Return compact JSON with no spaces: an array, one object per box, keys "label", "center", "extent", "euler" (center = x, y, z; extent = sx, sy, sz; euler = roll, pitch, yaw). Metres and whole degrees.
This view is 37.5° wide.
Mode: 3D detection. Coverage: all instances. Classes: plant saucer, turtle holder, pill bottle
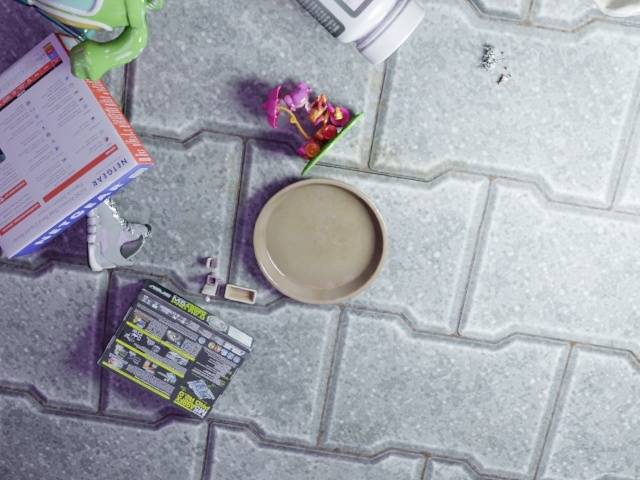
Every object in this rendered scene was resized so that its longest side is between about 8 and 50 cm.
[{"label":"plant saucer","center":[0.000,0.000,1.937],"extent":[0.278,0.041,0.278],"euler":[1,111,3]},{"label":"turtle holder","center":[-0.406,-0.472,1.663],"extent":[0.227,0.243,0.320],"euler":[-10,146,-10]},{"label":"pill bottle","center":[0.041,-0.461,1.692],"extent":[0.283,0.161,0.161],"euler":[42,107,-13]}]

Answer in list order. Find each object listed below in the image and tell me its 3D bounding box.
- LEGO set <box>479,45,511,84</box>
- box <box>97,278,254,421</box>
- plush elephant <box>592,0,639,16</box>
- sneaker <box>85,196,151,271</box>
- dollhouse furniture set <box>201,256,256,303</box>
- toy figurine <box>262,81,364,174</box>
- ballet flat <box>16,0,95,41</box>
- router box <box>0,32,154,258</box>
[{"label":"LEGO set","center":[0.334,-0.335,1.798],"extent":[0.083,0.023,0.054],"euler":[36,108,-11]},{"label":"box","center":[-0.311,0.239,2.035],"extent":[0.270,0.060,0.216],"euler":[30,110,-8]},{"label":"plush elephant","center":[0.496,-0.532,1.576],"extent":[0.255,0.330,0.272],"euler":[5,74,0]},{"label":"sneaker","center":[-0.413,-0.050,1.927],"extent":[0.132,0.086,0.228],"euler":[-2,110,-12]},{"label":"dollhouse furniture set","center":[-0.189,0.097,1.961],"extent":[0.114,0.081,0.091],"euler":[13,111,-2]},{"label":"toy figurine","center":[-0.029,-0.242,1.818],"extent":[0.173,0.130,0.159],"euler":[-45,94,-5]},{"label":"ballet flat","center":[-0.527,-0.467,1.771],"extent":[0.247,0.083,0.087],"euler":[29,86,-8]},{"label":"router box","center":[-0.541,-0.179,1.824],"extent":[0.335,0.082,0.301],"euler":[-33,87,14]}]
